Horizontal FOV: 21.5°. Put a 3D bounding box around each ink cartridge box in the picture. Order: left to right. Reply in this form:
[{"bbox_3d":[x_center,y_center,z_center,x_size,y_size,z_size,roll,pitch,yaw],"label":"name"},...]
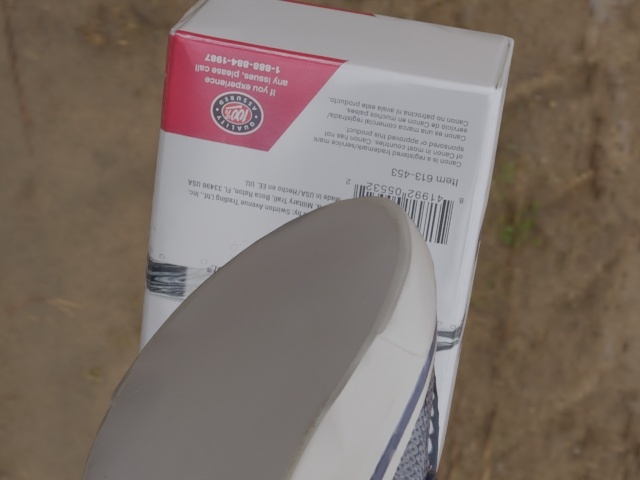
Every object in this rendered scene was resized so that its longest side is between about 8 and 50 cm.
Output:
[{"bbox_3d":[0.000,0.000,0.920,0.100,0.172,0.237,-65,164,-65],"label":"ink cartridge box"}]

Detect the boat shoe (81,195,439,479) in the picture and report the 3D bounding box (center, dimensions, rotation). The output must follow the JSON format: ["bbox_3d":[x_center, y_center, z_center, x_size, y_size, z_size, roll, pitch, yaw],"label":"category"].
[{"bbox_3d":[-0.006,0.141,0.595,0.158,0.127,0.340,58,34,-28],"label":"boat shoe"}]
